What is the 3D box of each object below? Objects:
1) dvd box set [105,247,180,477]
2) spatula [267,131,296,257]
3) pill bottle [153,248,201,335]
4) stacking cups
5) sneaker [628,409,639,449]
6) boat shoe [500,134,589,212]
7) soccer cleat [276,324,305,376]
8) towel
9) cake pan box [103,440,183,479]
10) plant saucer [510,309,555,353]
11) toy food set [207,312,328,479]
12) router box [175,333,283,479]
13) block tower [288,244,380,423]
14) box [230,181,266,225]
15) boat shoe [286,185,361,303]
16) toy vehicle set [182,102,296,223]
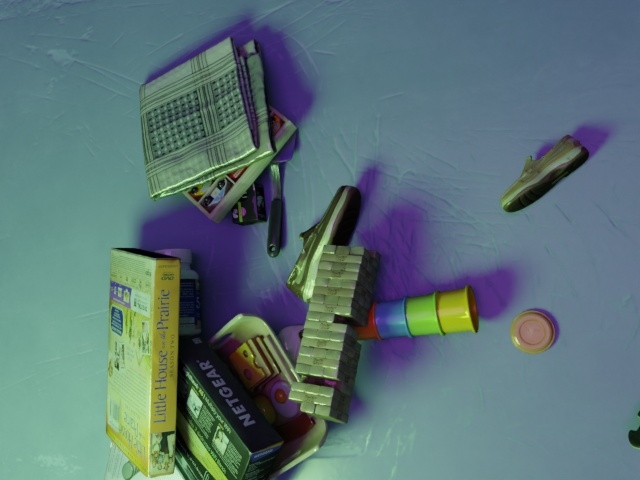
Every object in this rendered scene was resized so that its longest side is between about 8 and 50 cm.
[{"bbox_3d":[-0.370,0.232,1.492,0.307,0.062,0.420,5,93,59],"label":"dvd box set"},{"bbox_3d":[-0.096,-0.110,1.565,0.084,0.030,0.296,-1,84,16],"label":"spatula"},{"bbox_3d":[-0.318,0.115,1.574,0.112,0.112,0.187,-5,84,18],"label":"pill bottle"},{"bbox_3d":[0.149,0.162,1.435,0.316,0.096,0.096,-13,81,20],"label":"stacking cups"},{"bbox_3d":[0.684,0.253,1.244,0.146,0.122,0.330,33,95,0],"label":"sneaker"},{"bbox_3d":[0.416,-0.130,1.388,0.190,0.068,0.072,-35,63,2],"label":"boat shoe"},{"bbox_3d":[-0.037,0.269,1.494,0.076,0.068,0.196,-19,77,13],"label":"soccer cleat"},{"bbox_3d":[-0.256,-0.272,1.575,0.324,0.056,0.312,-19,63,18],"label":"towel"},{"bbox_3d":[-0.362,0.587,1.569,0.245,0.070,0.267,10,88,21],"label":"cake pan box"},{"bbox_3d":[0.405,0.175,1.384,0.083,0.013,0.083,-2,85,17],"label":"plant saucer"},{"bbox_3d":[-0.138,0.323,1.463,0.220,0.092,0.306,-43,73,36],"label":"toy food set"},{"bbox_3d":[-0.221,0.379,1.440,0.309,0.081,0.243,45,128,33],"label":"router box"},{"bbox_3d":[0.029,0.167,1.380,0.091,0.097,0.335,4,70,26],"label":"block tower"},{"bbox_3d":[-0.157,-0.078,1.571,0.062,0.052,0.083,-9,81,18],"label":"box"},{"bbox_3d":[-0.003,-0.001,1.494,0.095,0.095,0.257,23,93,25],"label":"boat shoe"},{"bbox_3d":[-0.192,-0.187,1.564,0.166,0.035,0.267,40,91,33],"label":"toy vehicle set"}]
